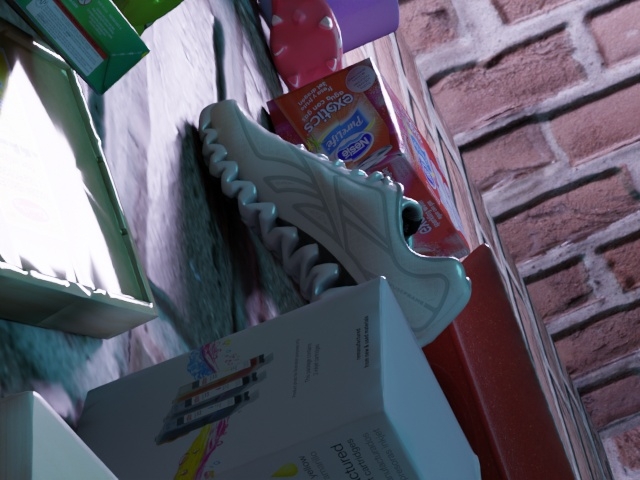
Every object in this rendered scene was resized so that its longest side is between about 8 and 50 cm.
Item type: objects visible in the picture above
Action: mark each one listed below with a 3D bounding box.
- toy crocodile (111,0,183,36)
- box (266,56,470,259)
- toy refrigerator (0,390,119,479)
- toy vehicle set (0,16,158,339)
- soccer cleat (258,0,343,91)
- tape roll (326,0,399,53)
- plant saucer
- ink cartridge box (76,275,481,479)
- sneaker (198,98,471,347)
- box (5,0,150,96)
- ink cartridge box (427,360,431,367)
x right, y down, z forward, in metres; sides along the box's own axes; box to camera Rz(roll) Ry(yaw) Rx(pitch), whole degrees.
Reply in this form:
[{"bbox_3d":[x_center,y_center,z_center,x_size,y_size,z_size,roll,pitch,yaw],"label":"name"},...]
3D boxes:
[{"bbox_3d":[-0.142,-0.206,0.976,0.115,0.105,0.340,56,-13,8],"label":"toy crocodile"},{"bbox_3d":[0.055,-0.063,1.679,0.257,0.122,0.128,48,21,-59],"label":"box"},{"bbox_3d":[-0.081,0.182,0.596,0.094,0.102,0.269,-101,165,-47],"label":"toy refrigerator"},{"bbox_3d":[-0.168,-0.044,0.801,0.267,0.035,0.166,29,39,-73],"label":"toy vehicle set"},{"bbox_3d":[-0.033,-0.262,1.792,0.095,0.083,0.248,39,27,-77],"label":"soccer cleat"},{"bbox_3d":[-0.001,-0.361,1.915,0.275,0.090,0.275,157,-90,-84],"label":"tape roll"},{"bbox_3d":[0.114,0.174,1.379,0.258,0.047,0.259,-56,-133,54],"label":"plant saucer"},{"bbox_3d":[-0.022,0.126,0.797,0.127,0.176,0.128,-86,151,-61],"label":"ink cartridge box"},{"bbox_3d":[0.008,-0.019,1.270,0.292,0.118,0.110,50,3,28],"label":"sneaker"},{"bbox_3d":[-0.174,-0.163,0.869,0.179,0.043,0.105,46,-3,37],"label":"box"},{"bbox_3d":[0.062,0.173,1.312,0.135,0.056,0.099,-93,-169,-60],"label":"ink cartridge box"}]
